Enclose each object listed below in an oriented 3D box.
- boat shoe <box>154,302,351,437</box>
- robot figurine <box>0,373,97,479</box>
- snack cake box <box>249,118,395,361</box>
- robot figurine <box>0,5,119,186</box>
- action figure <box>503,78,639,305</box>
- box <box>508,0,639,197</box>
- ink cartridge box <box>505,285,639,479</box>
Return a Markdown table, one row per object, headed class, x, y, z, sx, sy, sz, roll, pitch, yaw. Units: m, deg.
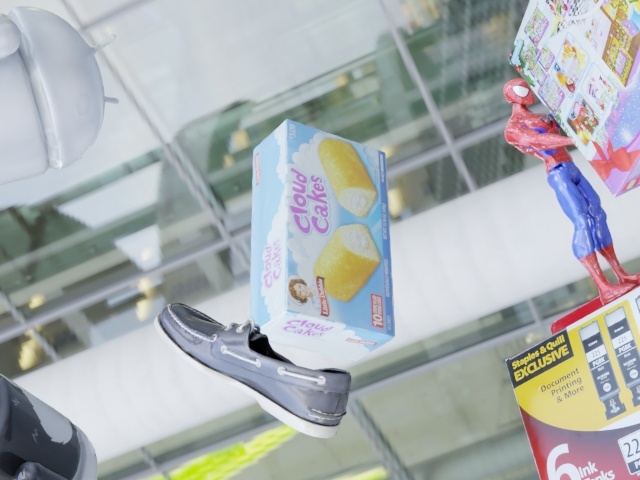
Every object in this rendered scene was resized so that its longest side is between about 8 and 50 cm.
| class | x | y | z | sx | sy | sz | roll | pitch | yaw |
| --- | --- | --- | --- | --- | --- | --- | --- | --- | --- |
| boat shoe | -0.059 | 0.100 | 1.084 | 0.206 | 0.065 | 0.075 | 30 | -163 | 23 |
| robot figurine | -0.405 | 0.268 | 1.513 | 0.278 | 0.173 | 0.209 | 47 | -161 | -43 |
| snack cake box | 0.000 | 0.000 | 1.456 | 0.152 | 0.089 | 0.264 | 16 | -123 | -29 |
| robot figurine | -0.407 | -0.158 | 1.403 | 0.300 | 0.353 | 0.200 | 121 | 129 | -66 |
| action figure | 0.311 | -0.083 | 1.365 | 0.091 | 0.139 | 0.280 | -19 | -106 | -51 |
| box | 0.289 | -0.201 | 1.146 | 0.201 | 0.057 | 0.293 | 58 | 160 | 23 |
| ink cartridge box | 0.377 | 0.140 | 1.350 | 0.130 | 0.309 | 0.272 | 17 | -132 | -42 |
